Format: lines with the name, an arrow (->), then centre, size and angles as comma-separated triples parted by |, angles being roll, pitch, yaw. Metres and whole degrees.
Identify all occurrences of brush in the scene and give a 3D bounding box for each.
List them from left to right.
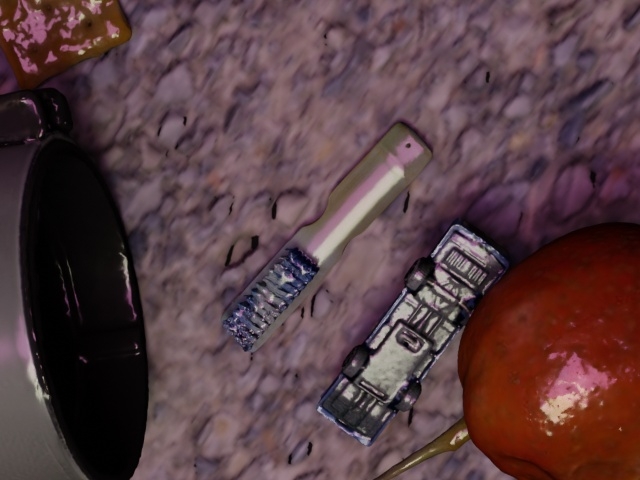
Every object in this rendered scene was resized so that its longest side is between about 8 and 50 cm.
brush -> 0.000, 0.000, 1.236 | 0.033, 0.030, 0.178 | 44, 105, 8

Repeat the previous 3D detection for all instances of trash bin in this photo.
trash bin -> -0.259, 0.064, 1.190 | 0.262, 0.217, 0.277 | -9, 90, 11

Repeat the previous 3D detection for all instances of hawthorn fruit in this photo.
hawthorn fruit -> 0.106, 0.097, 1.164 | 0.285, 0.165, 0.165 | -23, 98, 7

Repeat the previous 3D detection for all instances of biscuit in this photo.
biscuit -> -0.169, -0.145, 1.233 | 0.083, 0.018, 0.081 | -24, 99, 13

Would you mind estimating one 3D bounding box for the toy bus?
toy bus -> 0.058, 0.054, 1.221 | 0.051, 0.061, 0.153 | 35, 106, -2
